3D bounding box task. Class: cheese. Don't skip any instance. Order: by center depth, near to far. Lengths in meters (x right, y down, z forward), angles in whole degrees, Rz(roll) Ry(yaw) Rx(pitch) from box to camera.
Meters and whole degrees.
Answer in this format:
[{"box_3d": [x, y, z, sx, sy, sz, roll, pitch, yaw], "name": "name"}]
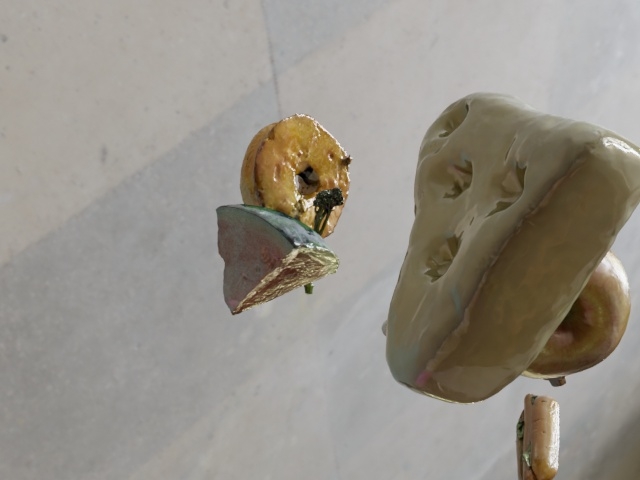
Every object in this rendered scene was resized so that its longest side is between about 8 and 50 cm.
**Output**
[{"box_3d": [0.165, 0.001, 1.117, 0.130, 0.351, 0.328, 29, 96, -21], "name": "cheese"}]

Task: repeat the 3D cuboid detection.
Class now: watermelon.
[{"box_3d": [-0.073, 0.023, 1.660, 0.202, 0.136, 0.207, -30, 143, 27], "name": "watermelon"}]

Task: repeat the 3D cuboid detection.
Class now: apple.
[{"box_3d": [0.293, 0.076, 1.340, 0.211, 0.211, 0.188, -55, -172, 10], "name": "apple"}]

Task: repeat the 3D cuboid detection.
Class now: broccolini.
[{"box_3d": [-0.001, -0.003, 1.762, 0.054, 0.052, 0.194, 7, 106, -11], "name": "broccolini"}]

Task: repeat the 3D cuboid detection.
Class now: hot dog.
[{"box_3d": [0.426, 0.400, 2.049, 0.100, 0.068, 0.249, -54, -171, 33], "name": "hot dog"}]

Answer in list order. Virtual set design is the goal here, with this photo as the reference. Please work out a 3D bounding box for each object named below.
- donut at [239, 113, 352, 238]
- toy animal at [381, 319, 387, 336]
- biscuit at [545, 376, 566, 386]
[{"box_3d": [-0.046, -0.116, 1.967, 0.253, 0.118, 0.253, -9, 102, -49], "name": "donut"}, {"box_3d": [0.266, 0.140, 1.905, 0.174, 0.249, 0.289, -41, -175, -35], "name": "toy animal"}, {"box_3d": [0.330, 0.160, 1.547, 0.019, 0.130, 0.119, -28, 179, -20], "name": "biscuit"}]
